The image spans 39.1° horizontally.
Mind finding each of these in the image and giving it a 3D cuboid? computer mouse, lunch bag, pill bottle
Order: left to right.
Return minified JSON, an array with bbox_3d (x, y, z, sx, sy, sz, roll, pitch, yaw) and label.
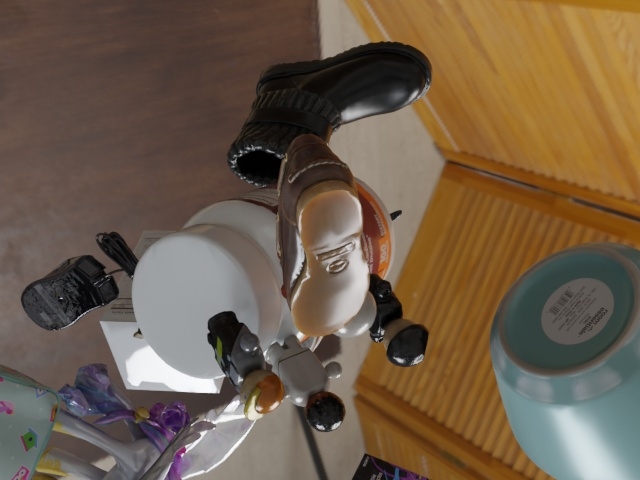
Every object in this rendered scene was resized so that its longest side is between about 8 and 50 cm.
[{"bbox_3d":[-0.537,0.280,1.306,0.279,0.108,0.224,30,79,-48],"label":"lunch bag"},{"bbox_3d":[-0.353,0.094,1.463,0.184,0.262,0.060,50,31,-15],"label":"computer mouse"},{"bbox_3d":[-0.067,0.037,1.257,0.392,0.224,0.224,-27,125,-59],"label":"pill bottle"}]

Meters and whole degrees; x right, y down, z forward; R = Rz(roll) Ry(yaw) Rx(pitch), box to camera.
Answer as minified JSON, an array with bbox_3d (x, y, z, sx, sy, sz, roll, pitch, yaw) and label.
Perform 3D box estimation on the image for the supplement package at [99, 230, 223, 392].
[{"bbox_3d":[-0.280,0.137,1.792,0.262,0.198,0.199,-76,162,-48],"label":"supplement package"}]

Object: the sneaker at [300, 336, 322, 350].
[{"bbox_3d":[-0.020,0.089,1.872,0.127,0.126,0.321,51,60,-81],"label":"sneaker"}]

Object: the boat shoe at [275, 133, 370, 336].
[{"bbox_3d":[0.000,0.000,0.756,0.073,0.073,0.207,-14,142,-15],"label":"boat shoe"}]

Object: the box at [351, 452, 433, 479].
[{"bbox_3d":[0.131,0.452,1.599,0.116,0.162,0.029,-53,156,-52],"label":"box"}]

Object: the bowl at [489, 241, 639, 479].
[{"bbox_3d":[0.329,0.124,1.084,0.163,0.311,0.311,43,78,-35],"label":"bowl"}]

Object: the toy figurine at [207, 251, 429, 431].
[{"bbox_3d":[-0.001,0.117,1.043,0.209,0.148,0.213,-45,144,7],"label":"toy figurine"}]

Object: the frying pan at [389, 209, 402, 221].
[{"bbox_3d":[0.038,0.030,2.127,0.053,0.326,0.197,44,52,-16],"label":"frying pan"}]

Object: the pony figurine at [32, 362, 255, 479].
[{"bbox_3d":[-0.283,0.360,1.445,0.351,0.363,0.303,-61,162,13],"label":"pony figurine"}]

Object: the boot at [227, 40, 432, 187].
[{"bbox_3d":[0.021,-0.212,1.580,0.260,0.348,0.131,-78,153,-48],"label":"boot"}]
